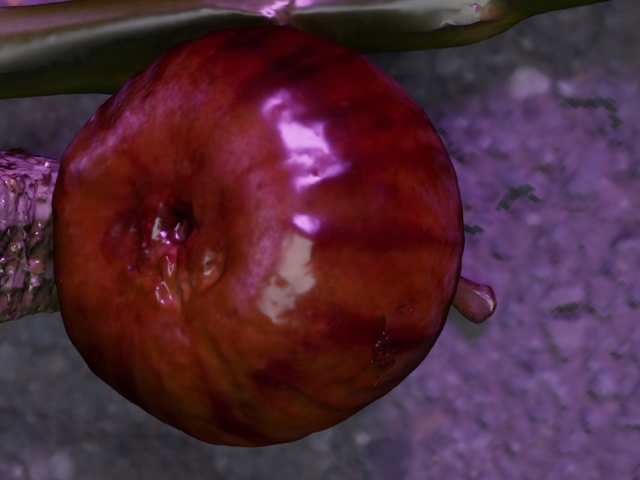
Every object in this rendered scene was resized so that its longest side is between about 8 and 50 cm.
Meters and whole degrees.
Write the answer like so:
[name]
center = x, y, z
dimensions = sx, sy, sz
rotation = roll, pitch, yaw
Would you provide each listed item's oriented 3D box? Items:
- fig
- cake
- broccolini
[fig]
center = -0.004, -0.005, 0.546
dimensions = 0.150, 0.128, 0.128
rotation = -15, 104, -21
[cake]
center = -0.106, -0.001, 0.564
dimensions = 0.055, 0.140, 0.051
rotation = 9, 97, 18
[broccolini]
center = 0.055, -0.102, 0.556
dimensions = 0.392, 0.079, 0.074
rotation = -7, 82, 8
